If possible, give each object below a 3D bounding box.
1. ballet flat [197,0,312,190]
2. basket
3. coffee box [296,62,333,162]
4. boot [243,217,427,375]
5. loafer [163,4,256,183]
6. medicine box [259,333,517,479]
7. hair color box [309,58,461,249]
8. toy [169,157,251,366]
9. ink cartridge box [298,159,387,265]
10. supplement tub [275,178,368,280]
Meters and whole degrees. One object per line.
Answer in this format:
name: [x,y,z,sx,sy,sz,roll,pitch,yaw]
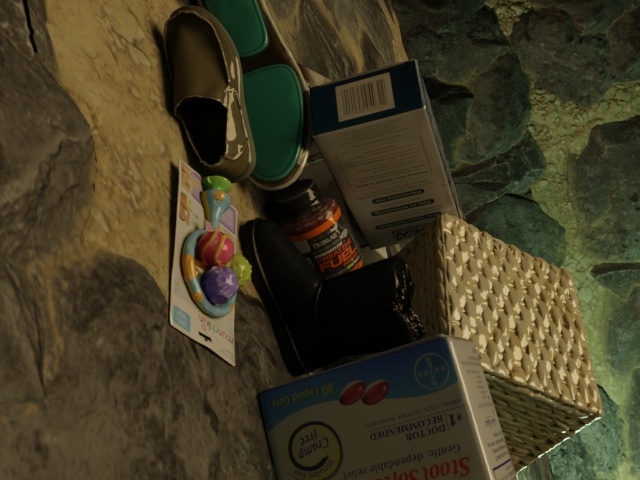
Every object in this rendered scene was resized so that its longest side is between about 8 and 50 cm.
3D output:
ballet flat: [-0.098,-0.259,1.229,0.139,0.139,0.400,17,54,-68]
basket: [0.264,0.182,1.334,0.328,0.266,0.331,23,43,-19]
coffee box: [-0.025,-0.229,1.424,0.141,0.098,0.246,71,18,3]
boot: [0.022,0.056,1.088,0.246,0.207,0.094,70,18,2]
loafer: [-0.152,-0.201,1.037,0.087,0.094,0.251,-11,81,-76]
medicine box: [0.097,0.294,0.962,0.149,0.264,0.289,24,48,-65]
hair color box: [0.116,-0.126,1.264,0.347,0.174,0.105,59,23,-54]
toy: [-0.124,0.018,0.950,0.137,0.056,0.237,46,30,-49]
ink cartridge box: [0.043,-0.047,1.450,0.203,0.086,0.148,38,37,-58]
supplement tub: [0.000,0.000,1.250,0.197,0.106,0.106,61,20,-23]
